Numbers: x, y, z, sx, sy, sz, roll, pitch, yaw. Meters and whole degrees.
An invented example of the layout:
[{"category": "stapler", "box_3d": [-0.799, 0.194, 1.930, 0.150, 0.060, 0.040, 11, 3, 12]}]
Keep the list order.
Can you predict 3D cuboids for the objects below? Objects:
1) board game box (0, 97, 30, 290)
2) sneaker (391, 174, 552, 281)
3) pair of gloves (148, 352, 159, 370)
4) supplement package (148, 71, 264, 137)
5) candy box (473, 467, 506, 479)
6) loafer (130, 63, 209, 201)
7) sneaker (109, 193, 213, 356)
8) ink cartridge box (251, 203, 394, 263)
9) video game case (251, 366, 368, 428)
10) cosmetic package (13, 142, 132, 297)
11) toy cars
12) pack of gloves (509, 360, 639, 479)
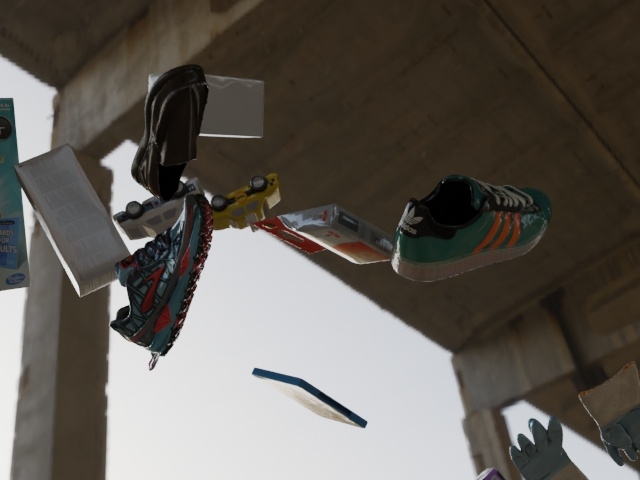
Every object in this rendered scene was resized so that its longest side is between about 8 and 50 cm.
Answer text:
[{"category": "board game box", "box_3d": [-0.641, -0.071, 1.530, 0.254, 0.336, 0.079, -9, 8, -41]}, {"category": "sneaker", "box_3d": [0.233, -0.040, 1.295, 0.302, 0.108, 0.121, -20, -50, -35]}, {"category": "pair of gloves", "box_3d": [-0.292, 0.149, 1.743, 0.023, 0.198, 0.159, 22, -43, -2]}, {"category": "supplement package", "box_3d": [-0.200, -0.237, 1.592, 0.179, 0.105, 0.105, -3, 6, -40]}, {"category": "candy box", "box_3d": [0.301, 0.519, 1.548, 0.165, 0.196, 0.070, -40, -9, -13]}, {"category": "loafer", "box_3d": [-0.189, -0.138, 1.204, 0.080, 0.078, 0.220, -20, -30, -36]}, {"category": "sneaker", "box_3d": [-0.241, 0.045, 1.333, 0.125, 0.104, 0.262, 20, -75, -4]}, {"category": "ink cartridge box", "box_3d": [0.000, 0.000, 1.389, 0.179, 0.045, 0.145, -14, -29, 40]}, {"category": "video game case", "box_3d": [-0.017, 0.250, 1.433, 0.119, 0.015, 0.166, 4, -28, 49]}, {"category": "cosmetic package", "box_3d": [-0.402, -0.034, 1.470, 0.099, 0.239, 0.060, -25, -17, -23]}, {"category": "toy cars", "box_3d": [-0.233, -0.054, 1.863, 0.394, 0.087, 0.176, -8, -29, -43]}, {"category": "pack of gloves", "box_3d": [0.350, 0.262, 1.218, 0.195, 0.046, 0.232, -34, -47, 1]}]
